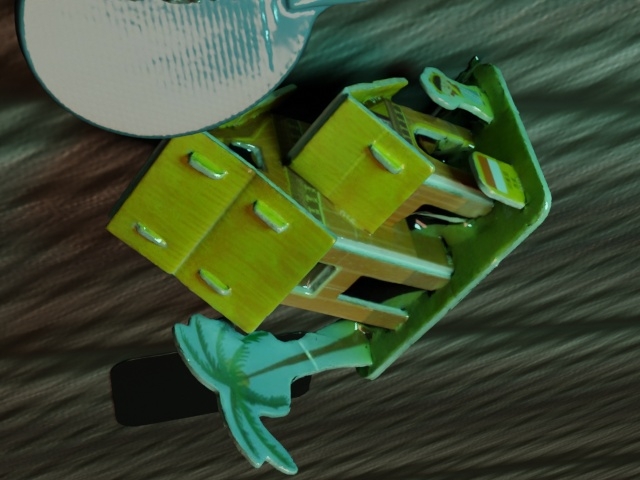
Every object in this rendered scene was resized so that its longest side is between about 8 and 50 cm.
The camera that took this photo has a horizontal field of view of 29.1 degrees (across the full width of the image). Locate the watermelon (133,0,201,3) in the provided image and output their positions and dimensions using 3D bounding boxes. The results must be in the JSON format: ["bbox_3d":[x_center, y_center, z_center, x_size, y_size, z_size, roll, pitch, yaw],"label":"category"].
[{"bbox_3d":[-0.136,-0.271,0.812,0.258,0.228,0.387,-28,140,34],"label":"watermelon"}]

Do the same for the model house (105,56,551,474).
[{"bbox_3d":[0.000,0.000,1.124,0.323,0.340,0.300,15,134,-32],"label":"model house"}]

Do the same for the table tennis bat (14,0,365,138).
[{"bbox_3d":[-0.081,-0.194,1.000,0.329,0.044,0.215,-12,116,-10],"label":"table tennis bat"}]

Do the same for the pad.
[{"bbox_3d":[-0.139,0.184,1.620,0.267,0.004,0.181,-9,145,-11],"label":"pad"}]
